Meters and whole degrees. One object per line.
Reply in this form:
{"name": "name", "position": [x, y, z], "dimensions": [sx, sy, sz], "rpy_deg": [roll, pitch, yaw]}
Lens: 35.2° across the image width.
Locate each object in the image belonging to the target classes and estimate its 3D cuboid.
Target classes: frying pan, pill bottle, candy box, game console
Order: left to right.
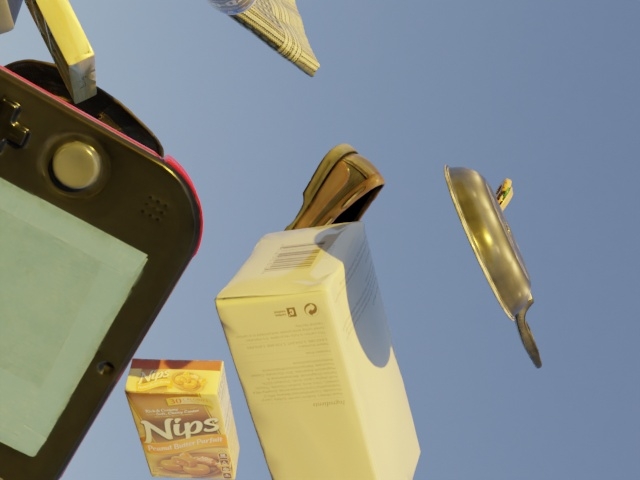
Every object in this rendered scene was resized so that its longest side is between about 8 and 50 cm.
{"name": "game console", "position": [-0.321, 0.034, 0.873], "dimensions": [0.387, 0.342, 0.060], "rpy_deg": [-57, -164, 16]}
{"name": "candy box", "position": [-0.273, 0.366, 2.043], "dimensions": [0.317, 0.182, 0.088], "rpy_deg": [86, 6, -47]}
{"name": "pill bottle", "position": [-0.128, -0.341, 1.281], "dimensions": [0.078, 0.137, 0.078], "rpy_deg": [0, -93, 10]}
{"name": "frying pan", "position": [0.224, 0.052, 1.189], "dimensions": [0.053, 0.326, 0.197], "rpy_deg": [-25, -163, 13]}

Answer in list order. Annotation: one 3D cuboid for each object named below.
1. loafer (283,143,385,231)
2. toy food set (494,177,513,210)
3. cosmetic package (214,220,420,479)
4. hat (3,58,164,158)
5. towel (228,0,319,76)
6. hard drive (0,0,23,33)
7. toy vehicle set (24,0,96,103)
{"name": "loafer", "position": [0.000, 0.000, 1.557], "dimensions": [0.095, 0.109, 0.303], "rpy_deg": [37, -64, 23]}
{"name": "toy food set", "position": [0.236, -0.045, 1.388], "dimensions": [0.083, 0.020, 0.082], "rpy_deg": [-52, 180, 28]}
{"name": "cosmetic package", "position": [0.011, 0.193, 1.339], "dimensions": [0.156, 0.217, 0.385], "rpy_deg": [-6, -69, 18]}
{"name": "hat", "position": [-0.435, -0.138, 1.696], "dimensions": [0.331, 0.331, 0.134], "rpy_deg": [-34, -150, 44]}
{"name": "towel", "position": [-0.133, -0.442, 1.692], "dimensions": [0.056, 0.312, 0.324], "rpy_deg": [-44, -145, 21]}
{"name": "hard drive", "position": [-0.495, -0.450, 1.541], "dimensions": [0.255, 0.054, 0.172], "rpy_deg": [99, -2, -59]}
{"name": "toy vehicle set", "position": [-0.351, -0.285, 1.344], "dimensions": [0.166, 0.035, 0.267], "rpy_deg": [64, -12, -3]}
